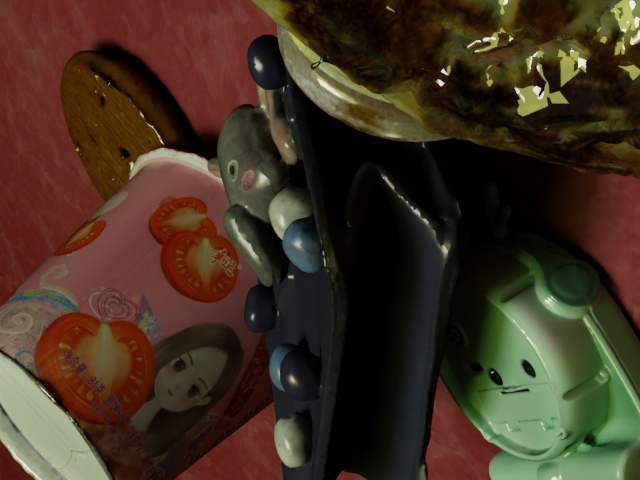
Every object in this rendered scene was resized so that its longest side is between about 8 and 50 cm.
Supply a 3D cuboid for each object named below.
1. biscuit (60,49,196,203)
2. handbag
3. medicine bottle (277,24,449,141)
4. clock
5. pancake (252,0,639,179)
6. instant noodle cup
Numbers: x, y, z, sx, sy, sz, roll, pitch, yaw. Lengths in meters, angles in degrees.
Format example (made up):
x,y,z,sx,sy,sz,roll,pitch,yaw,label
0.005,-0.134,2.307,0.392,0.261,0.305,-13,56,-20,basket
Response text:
x,y,z,sx,sy,sz,roll,pitch,yaw,label
-0.164,-0.075,1.453,0.212,0.036,0.212,42,150,32,biscuit
0.000,0.000,1.071,0.325,0.118,0.269,96,164,-50,handbag
0.066,-0.194,0.766,0.151,0.151,0.322,49,153,21,medicine bottle
0.127,0.065,1.032,0.211,0.066,0.159,62,154,-2,clock
0.083,-0.155,0.641,0.427,0.067,0.305,18,139,0,pancake
-0.148,0.085,1.323,0.243,0.231,0.243,35,149,25,instant noodle cup
